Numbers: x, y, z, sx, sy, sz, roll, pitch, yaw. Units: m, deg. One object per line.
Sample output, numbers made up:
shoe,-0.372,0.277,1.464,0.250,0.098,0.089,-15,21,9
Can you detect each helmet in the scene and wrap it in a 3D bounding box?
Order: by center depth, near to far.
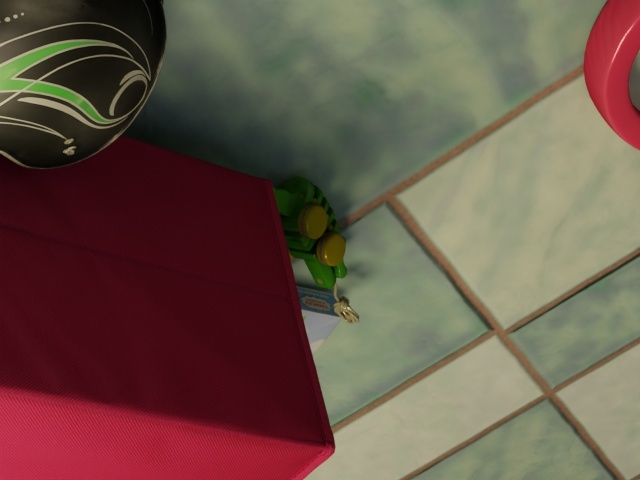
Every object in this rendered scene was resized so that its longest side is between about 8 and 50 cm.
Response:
helmet,-0.192,-0.132,0.654,0.169,0.169,0.161,-42,150,20

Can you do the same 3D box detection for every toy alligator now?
toy alligator,0.000,0.000,0.946,0.051,0.056,0.190,-59,138,-24

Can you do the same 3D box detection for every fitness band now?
fitness band,0.357,-0.193,0.912,0.291,0.054,0.209,-40,132,16

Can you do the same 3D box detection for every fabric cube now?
fabric cube,-0.184,0.086,0.788,0.258,0.259,0.254,15,133,-34

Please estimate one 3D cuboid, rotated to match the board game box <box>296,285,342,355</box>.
board game box,-0.101,0.119,1.031,0.160,0.039,0.211,14,125,-33
